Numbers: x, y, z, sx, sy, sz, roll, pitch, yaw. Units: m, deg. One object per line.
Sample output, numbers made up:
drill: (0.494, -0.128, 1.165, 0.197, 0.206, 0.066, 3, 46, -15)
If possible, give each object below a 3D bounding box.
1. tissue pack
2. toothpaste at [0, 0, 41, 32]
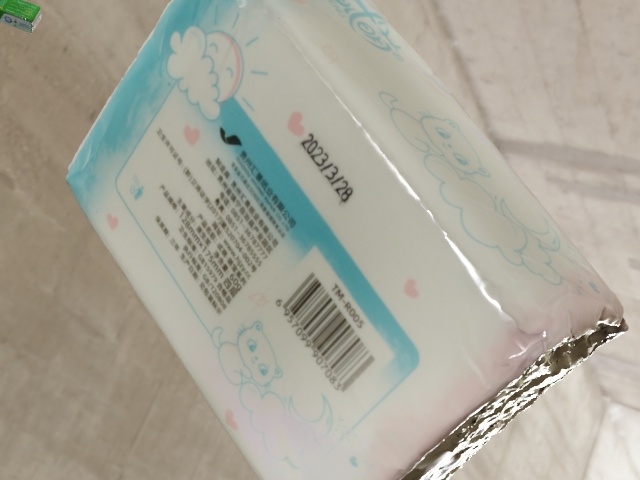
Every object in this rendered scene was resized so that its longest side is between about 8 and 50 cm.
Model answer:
tissue pack: (0.001, -0.002, 0.571, 0.271, 0.124, 0.201, 54, -50, 20)
toothpaste: (-0.285, -0.204, 0.925, 0.083, 0.020, 0.017, 20, -35, -2)
